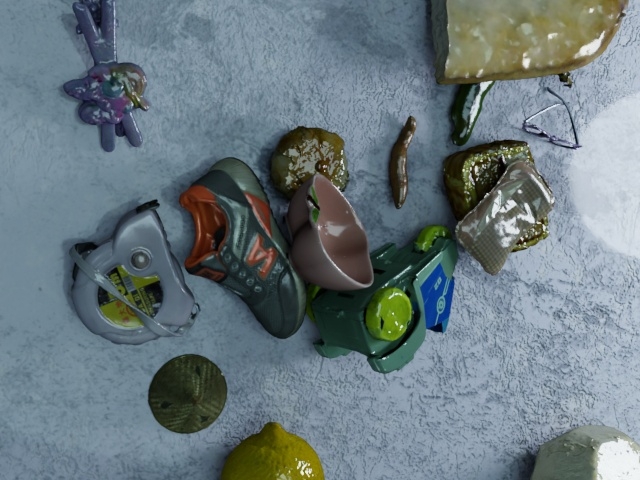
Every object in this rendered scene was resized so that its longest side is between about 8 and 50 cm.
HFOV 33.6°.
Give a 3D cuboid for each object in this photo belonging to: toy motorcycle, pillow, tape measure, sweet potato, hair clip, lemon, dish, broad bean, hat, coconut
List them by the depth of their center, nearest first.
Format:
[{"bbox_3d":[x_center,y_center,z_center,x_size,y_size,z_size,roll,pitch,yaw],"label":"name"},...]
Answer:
[{"bbox_3d":[-0.363,-0.286,1.761,0.137,0.090,0.278,-12,98,-11],"label":"hair clip"},{"bbox_3d":[-0.322,0.076,1.792,0.197,0.120,0.236,-22,106,-6],"label":"tape measure"},{"bbox_3d":[0.000,0.000,1.821,0.090,0.213,0.213,-26,107,23],"label":"dish"},{"bbox_3d":[-0.226,0.278,1.872,0.146,0.067,0.146,-2,95,-20],"label":"hat"},{"bbox_3d":[-0.085,0.441,1.879,0.187,0.187,0.244,1,100,-21],"label":"lemon"},{"bbox_3d":[0.147,0.115,1.954,0.326,0.191,0.200,-31,116,-35],"label":"toy motorcycle"},{"bbox_3d":[0.347,-0.048,1.980,0.135,0.034,0.211,46,78,-19],"label":"pillow"},{"bbox_3d":[0.151,-0.147,1.994,0.044,0.044,0.179,8,85,-21],"label":"sweet potato"},{"bbox_3d":[0.352,-0.303,2.048,0.292,0.049,0.144,-29,99,-14],"label":"broad bean"},{"bbox_3d":[0.529,0.495,2.096,0.245,0.247,0.245,11,60,-20],"label":"coconut"}]

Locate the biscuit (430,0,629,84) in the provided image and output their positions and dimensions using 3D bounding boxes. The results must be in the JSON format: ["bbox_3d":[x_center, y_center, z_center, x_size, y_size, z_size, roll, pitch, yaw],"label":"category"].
[{"bbox_3d":[0.386,-0.521,2.009,0.446,0.104,0.429,-8,87,-19],"label":"biscuit"}]

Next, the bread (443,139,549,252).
[{"bbox_3d":[0.336,-0.078,2.039,0.181,0.096,0.222,-21,104,-16],"label":"bread"}]

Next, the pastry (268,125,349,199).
[{"bbox_3d":[-0.019,-0.132,1.909,0.153,0.081,0.153,-2,98,-11],"label":"pastry"}]

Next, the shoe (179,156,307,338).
[{"bbox_3d":[-0.147,0.036,1.823,0.171,0.132,0.336,-30,103,-39],"label":"shoe"}]

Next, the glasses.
[{"bbox_3d":[0.469,-0.247,2.094,0.140,0.062,0.104,22,85,-22],"label":"glasses"}]

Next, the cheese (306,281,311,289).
[{"bbox_3d":[-0.021,0.044,1.945,0.097,0.037,0.192,19,87,-20],"label":"cheese"}]
